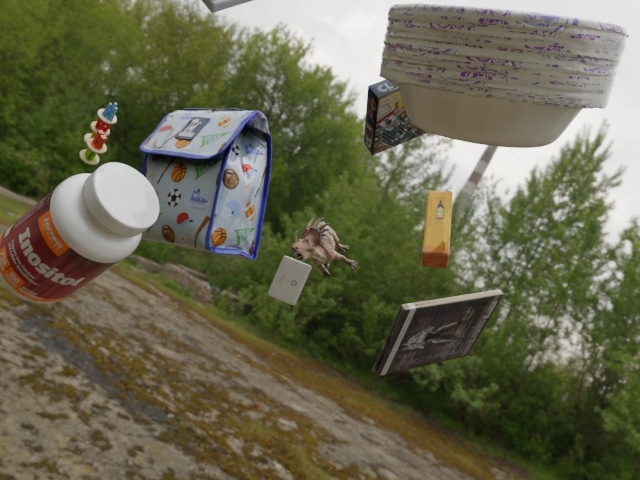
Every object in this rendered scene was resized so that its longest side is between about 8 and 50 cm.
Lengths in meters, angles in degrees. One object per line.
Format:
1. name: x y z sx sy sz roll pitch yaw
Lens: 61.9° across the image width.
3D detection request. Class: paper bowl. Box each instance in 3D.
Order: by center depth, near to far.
1. paper bowl: 0.216 -0.209 0.680 0.283 0.148 0.284 5 23 -2

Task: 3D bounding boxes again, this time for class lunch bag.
1. lunch bag: -0.317 -0.167 1.434 0.327 0.386 0.238 10 -3 32

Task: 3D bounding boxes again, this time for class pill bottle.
1. pill bottle: -0.222 -0.007 0.489 0.086 0.152 0.086 40 34 -34

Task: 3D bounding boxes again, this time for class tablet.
1. tablet: -0.055 0.072 0.948 0.054 0.083 0.006 22 19 -6

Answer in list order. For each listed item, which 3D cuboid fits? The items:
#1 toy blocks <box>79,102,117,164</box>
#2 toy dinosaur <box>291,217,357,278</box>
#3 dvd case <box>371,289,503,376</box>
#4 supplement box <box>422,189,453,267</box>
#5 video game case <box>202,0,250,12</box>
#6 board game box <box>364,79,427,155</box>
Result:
1. toy blocks: -0.588 -0.291 1.431 0.054 0.148 0.123 23 41 -32
2. toy dinosaur: 0.000 0.000 1.650 0.200 0.127 0.296 54 10 -19
3. dvd case: 0.208 0.163 0.947 0.221 0.165 0.018 -5 40 -29
4. supplement box: 0.344 -0.037 1.568 0.077 0.234 0.080 4 -32 13
5. video game case: -0.249 -0.781 1.466 0.300 0.328 0.036 52 -32 9
6. board game box: 0.207 -0.285 1.102 0.042 0.243 0.165 59 -16 29
